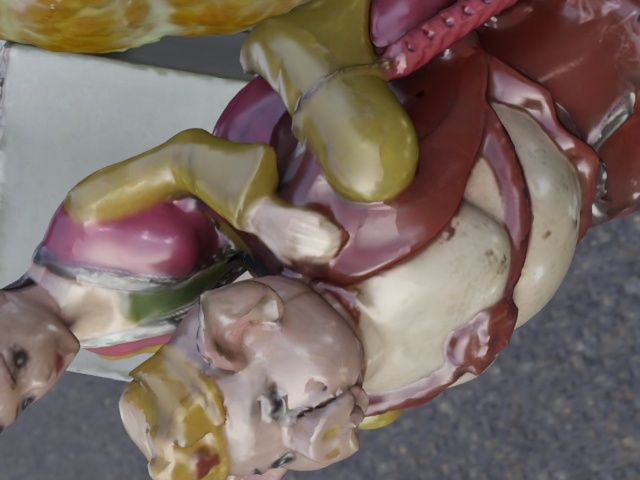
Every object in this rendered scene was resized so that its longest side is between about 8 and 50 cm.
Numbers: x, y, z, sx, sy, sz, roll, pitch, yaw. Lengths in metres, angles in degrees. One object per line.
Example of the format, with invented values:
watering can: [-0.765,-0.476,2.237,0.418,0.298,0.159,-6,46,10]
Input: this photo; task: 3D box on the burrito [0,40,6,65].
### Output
burrito: [-0.175,-0.185,1.088,0.101,0.139,0.445,-28,-70,-84]

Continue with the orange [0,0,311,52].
orange: [-0.082,-0.229,0.530,0.249,0.329,0.329,-160,57,-86]

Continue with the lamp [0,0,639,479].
lamp: [0.000,0.000,0.409,0.118,0.253,0.118,30,138,31]

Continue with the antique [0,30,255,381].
antique: [-0.063,-0.022,0.711,0.152,0.148,0.147,-56,-26,-73]
